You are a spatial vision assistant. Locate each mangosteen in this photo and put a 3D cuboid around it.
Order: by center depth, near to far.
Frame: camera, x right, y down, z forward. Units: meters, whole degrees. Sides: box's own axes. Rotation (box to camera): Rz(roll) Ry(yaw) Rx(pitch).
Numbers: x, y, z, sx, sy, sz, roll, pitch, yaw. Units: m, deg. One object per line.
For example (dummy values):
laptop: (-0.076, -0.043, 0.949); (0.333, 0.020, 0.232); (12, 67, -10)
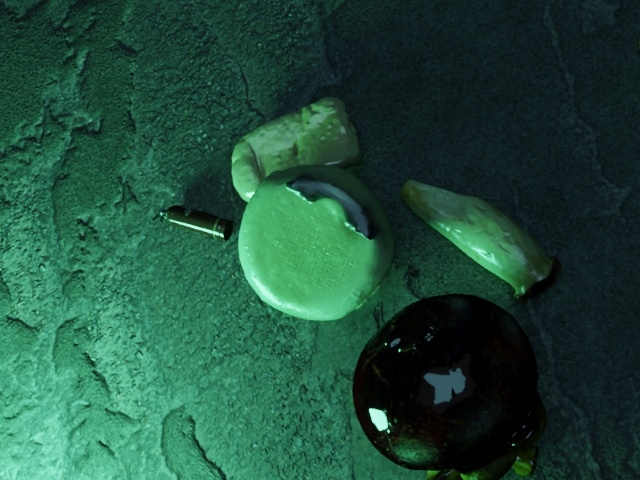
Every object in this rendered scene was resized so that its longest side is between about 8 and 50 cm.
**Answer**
mangosteen: (0.213, 0.250, 1.523); (0.330, 0.330, 0.330); (-3, 73, 11)

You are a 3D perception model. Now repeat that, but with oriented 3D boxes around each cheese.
cheese: (-0.052, -0.168, 1.800); (0.263, 0.093, 0.159); (-21, 67, 6)

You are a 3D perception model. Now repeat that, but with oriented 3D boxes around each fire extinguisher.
fire extinguisher: (-0.254, -0.040, 1.829); (0.158, 0.043, 0.064); (16, 48, 16)

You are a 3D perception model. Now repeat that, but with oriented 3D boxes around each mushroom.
mushroom: (0.295, -0.019, 1.687); (0.333, 0.087, 0.107); (42, 86, 22)

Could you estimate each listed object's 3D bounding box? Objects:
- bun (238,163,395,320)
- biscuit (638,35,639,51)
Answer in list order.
bun: (0.000, 0.000, 1.694); (0.293, 0.187, 0.293); (3, 99, 17)
biscuit: (0.722, -0.356, 1.727); (0.234, 0.030, 0.153); (20, 77, 16)
